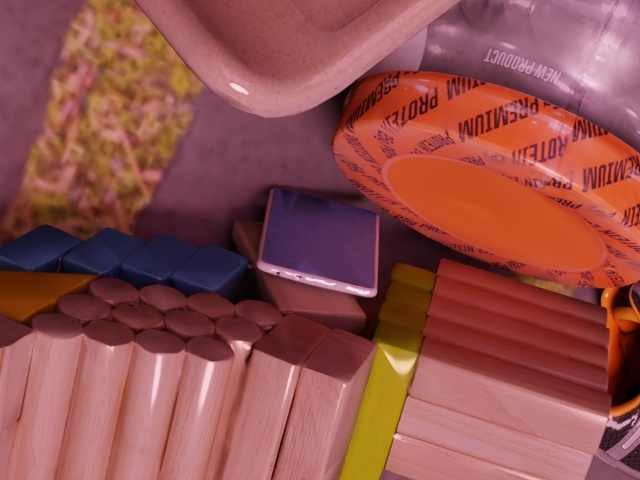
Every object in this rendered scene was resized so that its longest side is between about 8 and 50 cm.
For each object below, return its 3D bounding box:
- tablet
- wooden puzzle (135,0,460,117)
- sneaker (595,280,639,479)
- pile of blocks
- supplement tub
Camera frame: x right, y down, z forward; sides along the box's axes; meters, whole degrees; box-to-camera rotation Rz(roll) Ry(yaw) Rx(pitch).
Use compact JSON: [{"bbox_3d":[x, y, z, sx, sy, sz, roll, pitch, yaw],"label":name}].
[{"bbox_3d":[0.000,0.000,0.712,0.054,0.083,0.006,14,115,-4],"label":"tablet"},{"bbox_3d":[0.025,-0.240,0.645,0.348,0.080,0.322,-35,65,-7],"label":"wooden puzzle"},{"bbox_3d":[0.189,0.023,0.802,0.083,0.084,0.215,20,78,-18],"label":"sneaker"},{"bbox_3d":[-0.044,0.071,0.682,0.362,0.149,0.113,6,116,-18],"label":"pile of blocks"},{"bbox_3d":[0.134,-0.150,0.726,0.193,0.193,0.316,31,73,-21],"label":"supplement tub"}]
